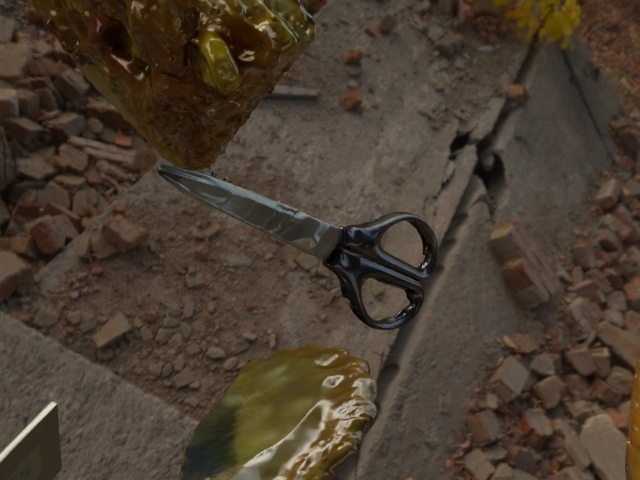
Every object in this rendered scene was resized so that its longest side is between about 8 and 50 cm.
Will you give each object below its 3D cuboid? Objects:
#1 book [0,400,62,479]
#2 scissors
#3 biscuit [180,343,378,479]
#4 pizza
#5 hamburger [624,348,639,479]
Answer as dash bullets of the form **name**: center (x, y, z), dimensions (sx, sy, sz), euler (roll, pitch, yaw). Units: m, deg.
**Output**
- **book**: center (-0.602, 0.484, 1.105), dimensions (0.021, 0.216, 0.310), euler (19, 32, 9)
- **scissors**: center (0.000, 0.000, 0.455), dimensions (0.300, 0.022, 0.109), euler (23, 87, -43)
- **biscuit**: center (-0.081, 0.258, 0.825), dimensions (0.329, 0.335, 0.078), euler (-37, 111, -15)
- **pizza**: center (-0.148, -0.167, 0.395), dimensions (0.087, 0.268, 0.257), euler (-45, 98, -19)
- **hamburger**: center (0.410, 0.215, 0.608), dimensions (0.163, 0.244, 0.244), euler (9, 42, 29)
